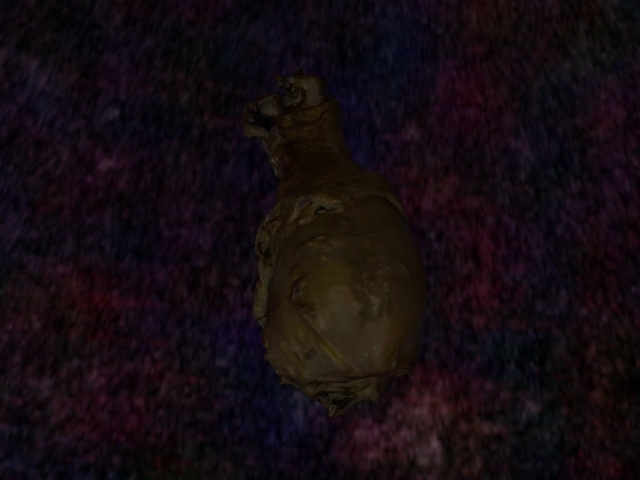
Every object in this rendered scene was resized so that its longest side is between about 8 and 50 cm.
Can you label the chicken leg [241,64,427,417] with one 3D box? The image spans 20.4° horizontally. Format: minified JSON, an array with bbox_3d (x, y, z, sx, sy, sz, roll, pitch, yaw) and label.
[{"bbox_3d":[0.000,0.000,0.903,0.088,0.227,0.103,-14,129,-5],"label":"chicken leg"}]
